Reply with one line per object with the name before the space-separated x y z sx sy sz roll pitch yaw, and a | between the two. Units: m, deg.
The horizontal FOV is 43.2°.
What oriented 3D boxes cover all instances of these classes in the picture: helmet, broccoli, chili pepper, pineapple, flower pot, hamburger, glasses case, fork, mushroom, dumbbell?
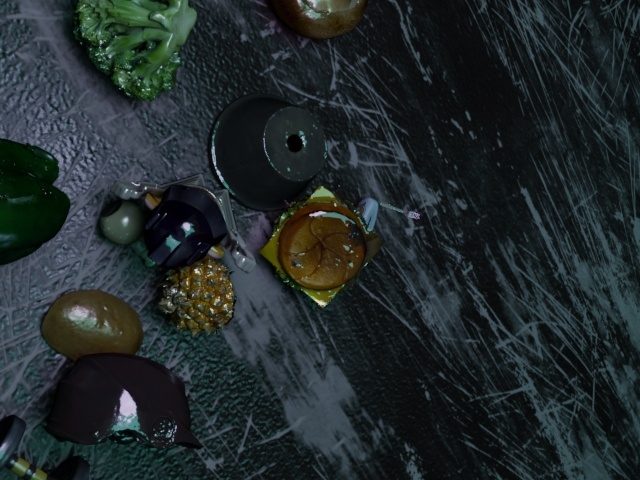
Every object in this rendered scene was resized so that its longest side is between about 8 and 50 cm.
helmet | -0.366 0.307 1.548 0.305 0.225 0.177 11 72 -34
broccoli | -0.346 -0.425 1.575 0.265 0.245 0.295 -21 124 -47
chili pepper | -0.591 -0.069 1.420 0.256 0.248 0.233 -8 83 -44
pineapple | -0.269 0.116 1.621 0.136 0.161 0.176 -17 140 -47
flower pot | -0.091 -0.201 1.748 0.268 0.166 0.269 2 86 -28
hamburger | 0.000 0.000 1.774 0.261 0.139 0.243 -42 110 7
glasses case | 0.088 -0.017 1.894 0.045 0.067 0.179 27 76 -26
fork | 0.194 -0.074 1.991 0.115 0.012 0.016 16 76 -23
mushroom | -0.008 -0.572 1.811 0.253 0.153 0.253 2 86 -31
dumbbell | -0.537 0.425 1.484 0.325 0.143 0.143 42 70 -21

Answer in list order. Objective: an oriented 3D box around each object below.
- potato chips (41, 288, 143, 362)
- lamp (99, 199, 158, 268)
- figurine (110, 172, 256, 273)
potato chips | -0.442 0.177 1.602 0.201 0.049 0.150 35 77 -30
lamp | -0.374 -0.005 1.632 0.091 0.091 0.163 -47 123 -22
figurine | -0.258 -0.040 1.564 0.308 0.308 0.143 7 106 -29
